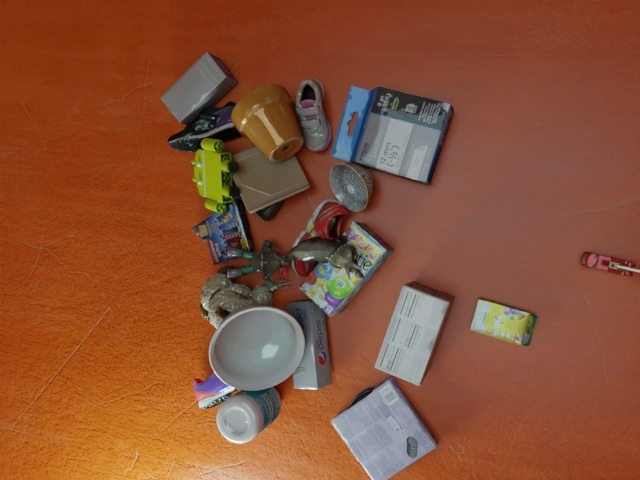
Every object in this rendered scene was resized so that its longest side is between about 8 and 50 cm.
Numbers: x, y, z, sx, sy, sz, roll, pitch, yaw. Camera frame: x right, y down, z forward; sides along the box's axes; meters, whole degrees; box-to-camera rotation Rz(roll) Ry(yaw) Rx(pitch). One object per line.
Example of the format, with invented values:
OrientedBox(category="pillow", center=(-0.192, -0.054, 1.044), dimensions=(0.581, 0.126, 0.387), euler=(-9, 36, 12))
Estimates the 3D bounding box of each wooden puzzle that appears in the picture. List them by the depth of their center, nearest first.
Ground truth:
OrientedBox(category="wooden puzzle", center=(-0.177, -0.221, 1.978), dimensions=(0.221, 0.044, 0.238), euler=(-24, 67, -6))

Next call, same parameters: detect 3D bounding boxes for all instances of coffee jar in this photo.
OrientedBox(category="coffee jar", center=(-0.222, -0.154, 2.021), dimensions=(0.184, 0.079, 0.096), euler=(38, 96, 13))

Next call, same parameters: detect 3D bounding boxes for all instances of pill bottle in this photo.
OrientedBox(category="pill bottle", center=(-0.217, 0.545, 1.925), dimensions=(0.146, 0.264, 0.146), euler=(0, 91, 16))

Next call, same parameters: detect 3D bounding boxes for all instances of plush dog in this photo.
OrientedBox(category="plush dog", center=(-0.326, 0.210, 2.014), dimensions=(0.225, 0.211, 0.262), euler=(41, 100, 39))

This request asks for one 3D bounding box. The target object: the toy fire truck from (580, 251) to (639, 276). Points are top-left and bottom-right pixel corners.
OrientedBox(category="toy fire truck", center=(0.842, 0.074, 1.674), dimensions=(0.192, 0.135, 0.047), euler=(14, 94, 16))

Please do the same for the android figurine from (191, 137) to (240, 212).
OrientedBox(category="android figurine", center=(-0.362, -0.222, 2.011), dimensions=(0.273, 0.056, 0.248), euler=(20, 116, 48))

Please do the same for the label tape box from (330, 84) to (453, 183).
OrientedBox(category="label tape box", center=(0.213, -0.342, 1.874), dimensions=(0.348, 0.115, 0.249), euler=(18, 95, 14))

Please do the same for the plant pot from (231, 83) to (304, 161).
OrientedBox(category="plant pot", center=(-0.154, -0.364, 1.917), dimensions=(0.205, 0.205, 0.187), euler=(-35, 75, 14))

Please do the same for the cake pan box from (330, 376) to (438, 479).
OrientedBox(category="cake pan box", center=(0.201, 0.606, 1.904), dimensions=(0.246, 0.070, 0.266), euler=(-40, 80, 11))

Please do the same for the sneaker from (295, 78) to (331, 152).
OrientedBox(category="sneaker", center=(-0.033, -0.414, 1.947), dimensions=(0.103, 0.111, 0.252), euler=(-11, 87, 16))

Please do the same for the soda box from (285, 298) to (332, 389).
OrientedBox(category="soda box", center=(-0.039, 0.337, 1.951), dimensions=(0.098, 0.091, 0.286), euler=(-6, 89, 33))

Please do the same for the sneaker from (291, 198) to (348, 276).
OrientedBox(category="sneaker", center=(0.000, 0.000, 1.924), dimensions=(0.118, 0.107, 0.278), euler=(32, 100, 40))

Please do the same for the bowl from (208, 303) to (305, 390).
OrientedBox(category="bowl", center=(-0.208, 0.316, 1.885), dimensions=(0.298, 0.134, 0.297), euler=(-5, 110, -14))

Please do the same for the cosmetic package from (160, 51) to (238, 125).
OrientedBox(category="cosmetic package", center=(-0.422, -0.522, 2.070), dimensions=(0.238, 0.107, 0.127), euler=(-39, 80, 16))

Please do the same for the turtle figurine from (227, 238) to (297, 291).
OrientedBox(category="turtle figurine", center=(-0.188, 0.072, 1.959), dimensions=(0.234, 0.118, 0.175), euler=(2, 73, -1))

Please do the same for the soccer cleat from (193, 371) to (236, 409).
OrientedBox(category="soccer cleat", center=(-0.300, 0.463, 2.038), dimensions=(0.318, 0.109, 0.116), euler=(-32, 71, 14))

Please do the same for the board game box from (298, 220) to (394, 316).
OrientedBox(category="board game box", center=(0.085, 0.088, 1.897), dimensions=(0.142, 0.144, 0.275), euler=(42, 101, 13))

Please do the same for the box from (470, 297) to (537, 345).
OrientedBox(category="box", center=(0.557, 0.248, 1.809), dimensions=(0.179, 0.043, 0.105), euler=(16, 94, 18))

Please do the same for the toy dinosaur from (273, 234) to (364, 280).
OrientedBox(category="toy dinosaur", center=(-0.002, 0.029, 1.767), dimensions=(0.314, 0.160, 0.120), euler=(12, 91, 19))

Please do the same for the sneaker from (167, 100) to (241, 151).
OrientedBox(category="sneaker", center=(-0.399, -0.399, 2.076), dimensions=(0.284, 0.107, 0.124), euler=(-13, 74, 11))

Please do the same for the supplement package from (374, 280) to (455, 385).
OrientedBox(category="supplement package", center=(0.291, 0.273, 1.804), dimensions=(0.145, 0.204, 0.261), euler=(21, 96, 16))

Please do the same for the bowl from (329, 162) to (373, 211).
OrientedBox(category="bowl", center=(0.115, -0.185, 1.905), dimensions=(0.080, 0.170, 0.170), euler=(-35, 77, -31))

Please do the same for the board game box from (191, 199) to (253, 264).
OrientedBox(category="board game box", center=(-0.342, -0.021, 2.068), dimensions=(0.194, 0.060, 0.194), euler=(-17, 86, 17))
